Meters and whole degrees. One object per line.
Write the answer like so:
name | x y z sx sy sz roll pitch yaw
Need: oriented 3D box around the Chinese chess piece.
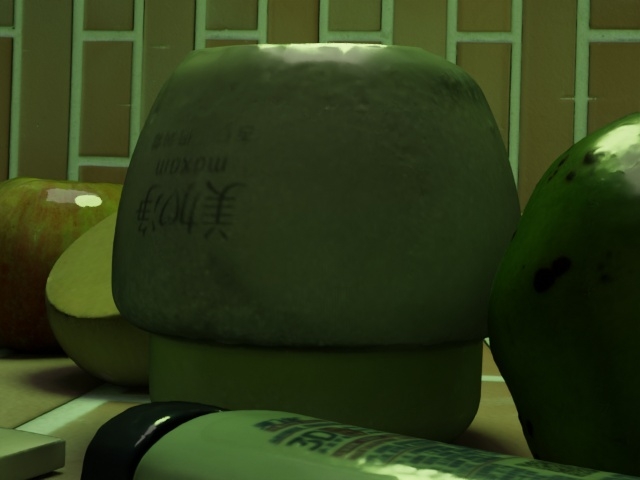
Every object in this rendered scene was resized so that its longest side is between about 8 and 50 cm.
Chinese chess piece | -0.165 0.042 0.951 0.274 0.102 0.273 -16 31 10

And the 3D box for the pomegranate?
pomegranate | 0.218 0.053 0.516 0.255 0.254 0.270 2 -23 -8

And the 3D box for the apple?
apple | -0.348 0.031 1.169 0.257 0.233 0.257 4 -1 0

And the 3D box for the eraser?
eraser | -0.246 0.140 0.534 0.104 0.023 0.150 1 1 28

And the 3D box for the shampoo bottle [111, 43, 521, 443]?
shampoo bottle | 0.000 0.000 0.696 0.323 0.317 0.322 3 -2 0

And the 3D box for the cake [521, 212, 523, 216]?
cake | 0.365 0.054 1.524 0.228 0.222 0.286 0 1 -18

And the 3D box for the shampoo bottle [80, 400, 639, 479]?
shampoo bottle | 0.065 0.122 0.354 0.360 0.078 0.134 1 -3 35
